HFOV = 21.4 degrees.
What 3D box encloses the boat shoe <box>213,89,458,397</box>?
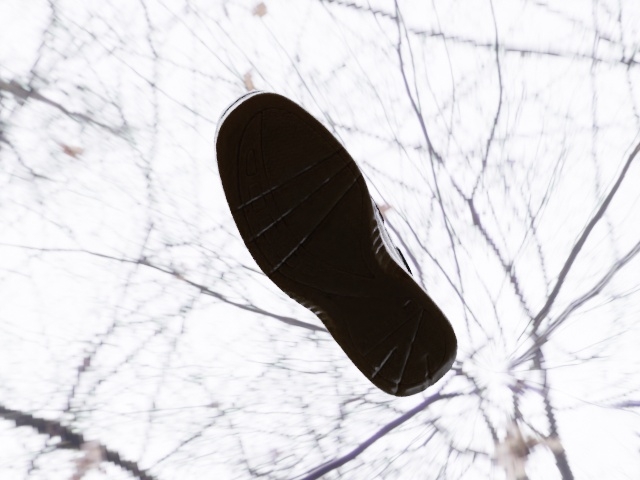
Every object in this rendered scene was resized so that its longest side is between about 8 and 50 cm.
[{"bbox_3d":[0.001,0.000,0.996,0.080,0.073,0.223,-39,-61,-3],"label":"boat shoe"}]
